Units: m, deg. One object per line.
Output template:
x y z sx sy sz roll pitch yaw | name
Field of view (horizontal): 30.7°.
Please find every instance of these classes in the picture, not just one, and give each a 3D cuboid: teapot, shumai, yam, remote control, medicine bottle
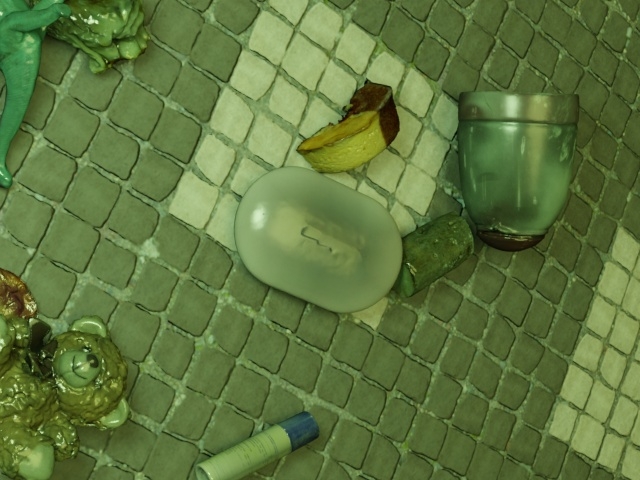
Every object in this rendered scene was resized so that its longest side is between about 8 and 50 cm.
0.398 -0.137 2.310 0.315 0.233 0.312 -8 102 -61 | teapot
-0.367 -0.345 1.858 0.184 0.184 0.142 -30 136 -30 | shumai
0.212 0.022 2.231 0.194 0.107 0.107 -30 106 -31 | yam
0.000 0.000 2.079 0.332 0.103 0.221 24 80 -23 | remote control
-0.109 0.371 2.046 0.231 0.059 0.059 -22 102 -32 | medicine bottle

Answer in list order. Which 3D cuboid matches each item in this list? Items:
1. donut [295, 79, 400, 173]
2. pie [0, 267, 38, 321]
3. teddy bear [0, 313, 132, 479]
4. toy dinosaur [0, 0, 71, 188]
0.071 -0.197 2.129 0.217 0.141 0.085 -42 119 -22 | donut
-0.505 0.087 1.799 0.170 0.034 0.092 27 80 -31 | pie
-0.411 0.224 1.790 0.256 0.156 0.267 -14 84 -33 | teddy bear
-0.520 -0.315 1.772 0.383 0.331 0.129 49 28 14 | toy dinosaur
